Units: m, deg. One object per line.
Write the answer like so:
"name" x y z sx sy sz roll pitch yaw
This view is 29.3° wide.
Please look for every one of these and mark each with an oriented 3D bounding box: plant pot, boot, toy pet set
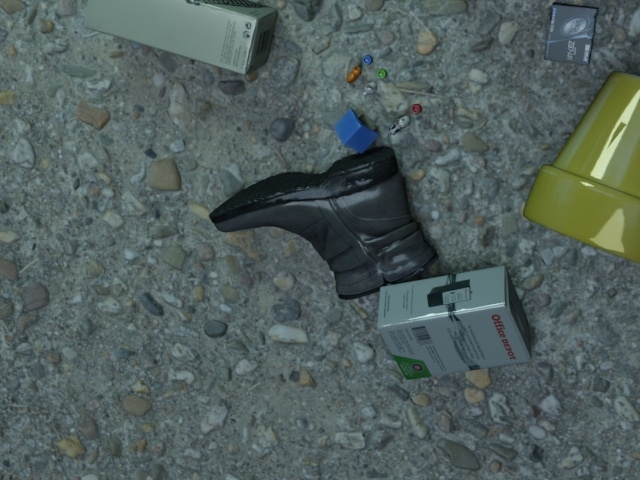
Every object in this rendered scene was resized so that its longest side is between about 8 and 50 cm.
"plant pot" 0.445 -0.100 1.726 0.254 0.254 0.239 22 97 8
"boot" 0.000 0.000 1.952 0.338 0.118 0.223 -13 109 24
"toy pet set" 0.072 -0.200 1.884 0.122 0.065 0.114 44 114 -1

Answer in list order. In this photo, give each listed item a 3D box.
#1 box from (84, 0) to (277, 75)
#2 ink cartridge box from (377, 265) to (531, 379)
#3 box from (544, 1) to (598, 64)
"box" -0.215 -0.344 1.894 0.275 0.113 0.094 18 112 8
"ink cartridge box" 0.211 0.131 1.914 0.208 0.087 0.153 -10 136 19
"box" 0.366 -0.302 1.789 0.067 0.018 0.083 11 111 13
